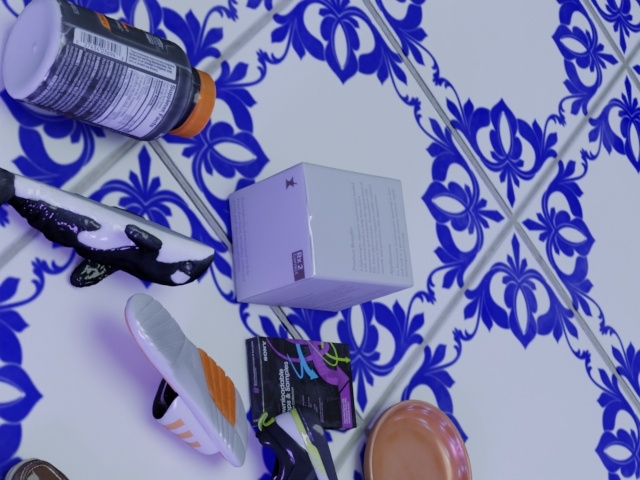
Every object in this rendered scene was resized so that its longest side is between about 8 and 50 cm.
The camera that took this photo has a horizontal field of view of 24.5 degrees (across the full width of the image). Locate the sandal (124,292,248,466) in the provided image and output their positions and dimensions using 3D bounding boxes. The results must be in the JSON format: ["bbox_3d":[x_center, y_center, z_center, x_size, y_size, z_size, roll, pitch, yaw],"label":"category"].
[{"bbox_3d":[-0.173,0.168,1.748,0.265,0.076,0.102,56,23,-29],"label":"sandal"}]

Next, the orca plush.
[{"bbox_3d":[-0.265,0.010,1.704,0.287,0.151,0.102,20,94,-41],"label":"orca plush"}]

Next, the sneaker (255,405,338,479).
[{"bbox_3d":[-0.024,0.318,1.854,0.097,0.084,0.235,-17,98,-6],"label":"sneaker"}]

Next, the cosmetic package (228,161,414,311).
[{"bbox_3d":[0.000,0.000,1.918,0.183,0.151,0.151,9,69,-42],"label":"cosmetic package"}]

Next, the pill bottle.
[{"bbox_3d":[-0.245,-0.196,1.771,0.245,0.130,0.130,17,64,-39],"label":"pill bottle"}]

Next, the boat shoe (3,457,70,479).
[{"bbox_3d":[-0.247,0.345,1.603,0.095,0.095,0.257,-40,104,-44],"label":"boat shoe"}]

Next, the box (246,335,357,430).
[{"bbox_3d":[-0.024,0.187,1.917,0.162,0.029,0.116,7,71,-40],"label":"box"}]

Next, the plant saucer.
[{"bbox_3d":[0.128,0.318,2.009,0.200,0.037,0.200,16,65,-40],"label":"plant saucer"}]
